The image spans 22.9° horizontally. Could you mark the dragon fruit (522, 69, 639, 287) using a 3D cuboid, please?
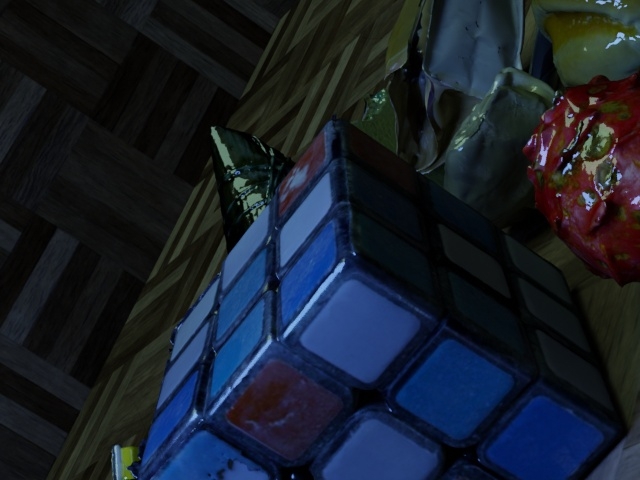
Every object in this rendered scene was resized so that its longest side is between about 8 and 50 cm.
[{"bbox_3d":[0.323,-0.048,1.541,0.268,0.205,0.210,36,124,41],"label":"dragon fruit"}]

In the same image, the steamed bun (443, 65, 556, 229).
[{"bbox_3d":[0.250,-0.106,1.995,0.211,0.144,0.218,-56,-18,-34],"label":"steamed bun"}]

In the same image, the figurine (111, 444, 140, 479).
[{"bbox_3d":[-0.105,0.309,1.980,0.308,0.308,0.143,-49,25,26],"label":"figurine"}]

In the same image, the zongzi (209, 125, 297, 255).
[{"bbox_3d":[0.000,0.000,2.468,0.362,0.319,0.383,-31,45,39],"label":"zongzi"}]

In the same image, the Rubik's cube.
[{"bbox_3d":[0.057,0.144,1.650,0.359,0.363,0.362,-53,13,18],"label":"Rubik's cube"}]

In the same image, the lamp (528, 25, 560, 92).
[{"bbox_3d":[0.343,-0.294,2.211,0.283,0.124,0.203,-79,4,-52],"label":"lamp"}]

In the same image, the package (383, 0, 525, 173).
[{"bbox_3d":[0.161,-0.285,2.238,0.221,0.165,0.311,-34,34,40],"label":"package"}]

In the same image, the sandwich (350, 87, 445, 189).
[{"bbox_3d":[0.109,-0.093,2.270,0.063,0.212,0.245,-47,16,42],"label":"sandwich"}]

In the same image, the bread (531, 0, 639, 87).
[{"bbox_3d":[0.382,-0.327,1.915,0.341,0.210,0.300,-55,12,8],"label":"bread"}]
